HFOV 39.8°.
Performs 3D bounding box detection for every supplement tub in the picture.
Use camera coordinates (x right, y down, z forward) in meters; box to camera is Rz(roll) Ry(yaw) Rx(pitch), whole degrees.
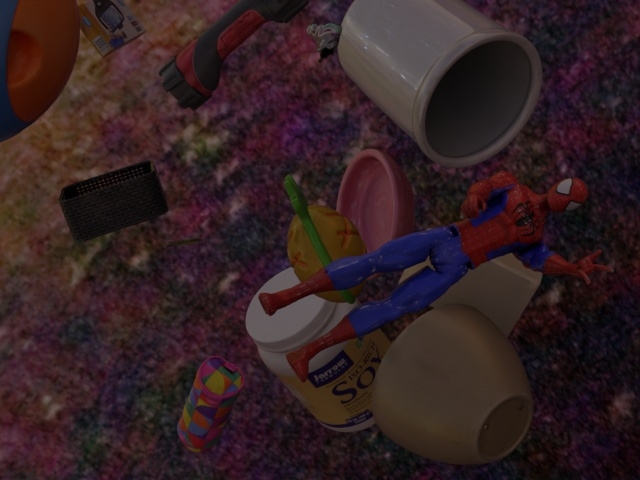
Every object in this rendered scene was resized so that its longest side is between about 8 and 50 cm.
[{"bbox_3d":[0.012,0.232,1.906,0.241,0.331,0.241,-23,38,20],"label":"supplement tub"}]

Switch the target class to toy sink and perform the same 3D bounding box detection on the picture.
[{"bbox_3d":[0.291,0.058,1.705,0.153,0.234,0.131,-68,-6,32],"label":"toy sink"}]

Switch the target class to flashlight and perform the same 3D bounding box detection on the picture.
[{"bbox_3d":[-0.155,-0.362,1.598,0.304,0.103,0.103,-35,45,20],"label":"flashlight"}]

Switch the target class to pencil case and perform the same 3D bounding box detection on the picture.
[{"bbox_3d":[-0.219,0.325,1.750,0.236,0.104,0.105,117,161,-47],"label":"pencil case"}]

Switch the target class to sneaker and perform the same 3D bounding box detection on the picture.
[{"bbox_3d":[0.001,-0.359,1.618,0.098,0.038,0.069,16,99,60],"label":"sneaker"}]

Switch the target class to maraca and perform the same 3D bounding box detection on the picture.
[{"bbox_3d":[0.000,0.000,1.149,0.099,0.186,0.127,-28,11,2],"label":"maraca"}]

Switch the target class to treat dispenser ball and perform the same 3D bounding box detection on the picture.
[{"bbox_3d":[-0.414,-0.243,0.977,0.288,0.288,0.288,-22,44,24],"label":"treat dispenser ball"}]

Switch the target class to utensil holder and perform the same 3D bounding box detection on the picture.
[{"bbox_3d":[0.262,-0.405,2.033,0.327,0.327,0.385,-41,48,3],"label":"utensil holder"}]

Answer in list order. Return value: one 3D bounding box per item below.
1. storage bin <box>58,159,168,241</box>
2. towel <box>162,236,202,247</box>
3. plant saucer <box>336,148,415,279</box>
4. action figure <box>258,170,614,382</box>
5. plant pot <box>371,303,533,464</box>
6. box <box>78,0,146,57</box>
[{"bbox_3d":[-0.381,-0.074,1.633,0.180,0.084,0.122,-19,20,-6],"label":"storage bin"},{"bbox_3d":[-0.228,0.003,1.459,0.060,0.010,0.083,-11,2,-14],"label":"towel"},{"bbox_3d":[0.143,-0.064,2.246,0.332,0.084,0.333,-177,90,-66],"label":"plant saucer"},{"bbox_3d":[0.099,0.018,0.679,0.280,0.092,0.139,-27,7,-9],"label":"action figure"},{"bbox_3d":[0.257,0.280,1.545,0.284,0.284,0.191,-48,41,-5],"label":"plant pot"},{"bbox_3d":[-0.322,-0.337,1.361,0.028,0.081,0.136,-29,16,28],"label":"box"}]
